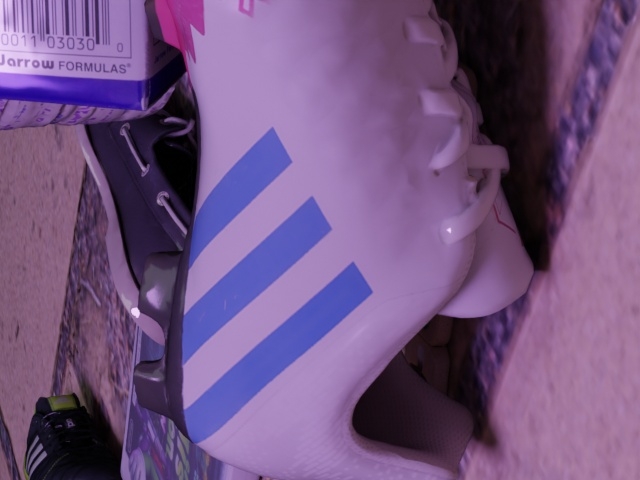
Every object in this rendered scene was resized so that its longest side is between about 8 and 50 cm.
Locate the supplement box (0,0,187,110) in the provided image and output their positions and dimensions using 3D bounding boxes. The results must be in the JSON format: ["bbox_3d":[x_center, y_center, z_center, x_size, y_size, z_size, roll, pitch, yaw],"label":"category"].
[{"bbox_3d":[-0.102,-0.172,0.691,0.114,0.111,0.220,-59,-27,-65],"label":"supplement box"}]

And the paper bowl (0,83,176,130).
[{"bbox_3d":[-0.111,-0.199,0.912,0.284,0.148,0.284,175,90,-69],"label":"paper bowl"}]

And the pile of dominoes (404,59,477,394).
[{"bbox_3d":[0.000,0.000,0.823,0.196,0.040,0.251,-134,44,-58],"label":"pile of dominoes"}]

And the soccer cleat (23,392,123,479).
[{"bbox_3d":[-0.174,0.143,1.273,0.179,0.060,0.072,178,88,-71],"label":"soccer cleat"}]

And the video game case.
[{"bbox_3d":[-0.077,0.117,1.068,0.173,0.022,0.190,-122,34,-49],"label":"video game case"}]

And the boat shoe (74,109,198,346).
[{"bbox_3d":[-0.085,-0.036,1.034,0.065,0.075,0.206,-32,47,18],"label":"boat shoe"}]

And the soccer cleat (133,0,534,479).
[{"bbox_3d":[0.014,-0.050,0.665,0.116,0.143,0.331,-57,-24,-52],"label":"soccer cleat"}]
